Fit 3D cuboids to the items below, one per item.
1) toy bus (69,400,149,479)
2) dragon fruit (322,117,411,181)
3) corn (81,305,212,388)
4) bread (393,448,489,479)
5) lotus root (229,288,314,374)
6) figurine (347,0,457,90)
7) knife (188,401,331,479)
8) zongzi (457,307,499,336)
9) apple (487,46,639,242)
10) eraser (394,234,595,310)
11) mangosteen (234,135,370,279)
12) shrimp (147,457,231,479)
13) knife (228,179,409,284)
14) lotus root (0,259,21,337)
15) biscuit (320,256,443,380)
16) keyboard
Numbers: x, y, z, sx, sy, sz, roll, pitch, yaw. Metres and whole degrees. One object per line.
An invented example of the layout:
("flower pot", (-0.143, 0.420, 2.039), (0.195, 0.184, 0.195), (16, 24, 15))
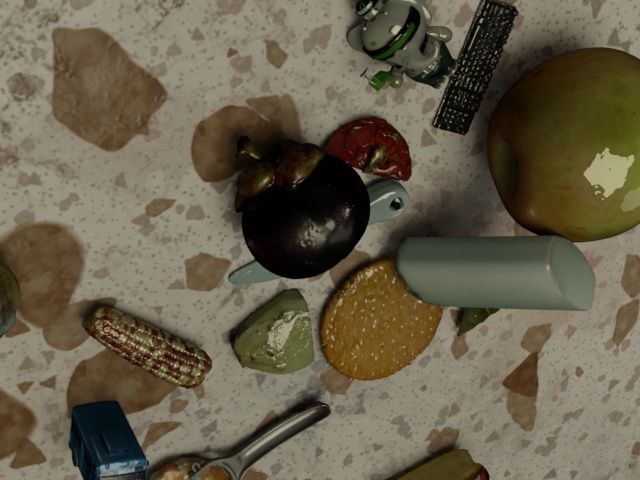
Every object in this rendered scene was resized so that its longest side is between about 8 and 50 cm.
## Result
("toy bus", (-0.342, 0.345, 1.763), (0.090, 0.185, 0.106), (-3, 116, -27))
("dragon fruit", (0.099, -0.146, 1.759), (0.162, 0.106, 0.083), (13, 110, -29))
("corn", (-0.277, 0.170, 1.769), (0.237, 0.079, 0.079), (35, 98, -34))
("bread", (0.208, 0.617, 2.229), (0.333, 0.143, 0.323), (-28, 125, -10))
("lotus root", (-0.078, 0.175, 1.873), (0.144, 0.070, 0.143), (-23, 125, -14))
("figurine", (0.126, -0.306, 1.676), (0.192, 0.126, 0.147), (36, 116, -25))
("knife", (-0.107, 0.367, 1.976), (0.278, 0.053, 0.123), (-35, 127, -13))
("zongzi", (0.263, 0.099, 2.021), (0.130, 0.062, 0.154), (-40, 122, 13))
("apple", (0.419, -0.154, 1.793), (0.277, 0.319, 0.319), (-8, 120, -22))
("eraser", (0.292, 0.056, 1.845), (0.189, 0.290, 0.104), (41, 58, -44))
("mangosteen", (-0.043, -0.065, 1.687), (0.211, 0.211, 0.250), (-38, 102, -3))
("shrimp", (-0.205, 0.496, 2.001), (0.164, 0.062, 0.317), (-46, 127, -4))
("knife", (0.001, 0.001, 1.840), (0.331, 0.044, 0.080), (-30, 134, -2))
("lotus root", (-0.573, 0.057, 1.508), (0.322, 0.140, 0.158), (24, 105, -33))
("biscuit", (0.111, 0.142, 1.973), (0.254, 0.035, 0.253), (-12, 121, -22))
("keyboard", (0.256, -0.284, 1.813), (0.072, 0.023, 0.231), (10, 112, -29))
